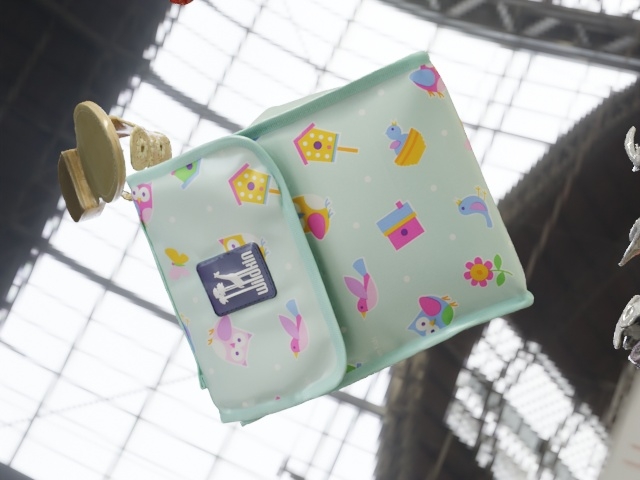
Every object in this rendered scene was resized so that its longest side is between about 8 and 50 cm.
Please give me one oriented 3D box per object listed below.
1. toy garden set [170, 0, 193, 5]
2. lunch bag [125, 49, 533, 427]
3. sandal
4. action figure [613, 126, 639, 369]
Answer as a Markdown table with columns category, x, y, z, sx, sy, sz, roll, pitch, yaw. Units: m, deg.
| category | x | y | z | sx | sy | sz | roll | pitch | yaw |
| --- | --- | --- | --- | --- | --- | --- | --- | --- | --- |
| toy garden set | -0.053 | -0.323 | 1.225 | 0.244 | 0.049 | 0.204 | -24 | -34 | -18 |
| lunch bag | 0.000 | 0.000 | 1.113 | 0.262 | 0.160 | 0.223 | -23 | -85 | -6 |
| sandal | -0.170 | -0.074 | 1.235 | 0.079 | 0.240 | 0.088 | -18 | -95 | -21 |
| action figure | 0.248 | 0.046 | 0.819 | 0.099 | 0.285 | 0.185 | -18 | -25 | -14 |
